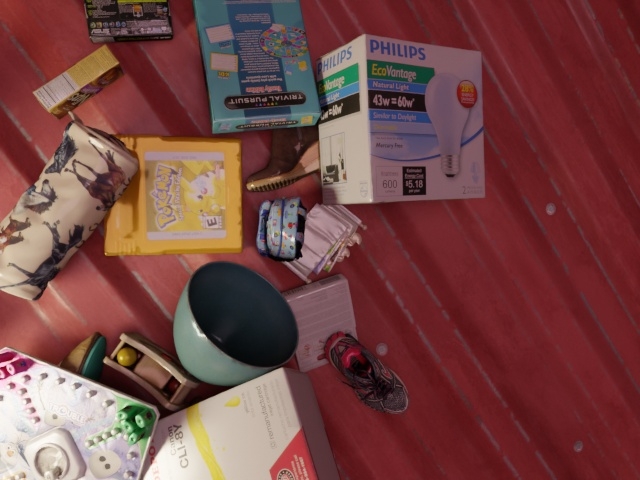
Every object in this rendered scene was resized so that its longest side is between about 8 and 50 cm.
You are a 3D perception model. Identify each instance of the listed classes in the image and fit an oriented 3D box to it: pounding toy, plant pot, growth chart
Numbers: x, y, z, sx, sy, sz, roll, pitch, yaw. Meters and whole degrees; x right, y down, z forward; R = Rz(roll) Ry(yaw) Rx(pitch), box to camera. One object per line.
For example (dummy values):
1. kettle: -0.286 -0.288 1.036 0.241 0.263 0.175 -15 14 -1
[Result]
1. pounding toy: -0.384 0.344 1.226 0.269 0.154 0.155 37 83 -13
2. plant pot: -0.223 0.221 1.227 0.290 0.290 0.195 35 119 -14
3. growth chart: 0.000 0.000 1.386 0.237 0.021 0.172 -46 103 -9

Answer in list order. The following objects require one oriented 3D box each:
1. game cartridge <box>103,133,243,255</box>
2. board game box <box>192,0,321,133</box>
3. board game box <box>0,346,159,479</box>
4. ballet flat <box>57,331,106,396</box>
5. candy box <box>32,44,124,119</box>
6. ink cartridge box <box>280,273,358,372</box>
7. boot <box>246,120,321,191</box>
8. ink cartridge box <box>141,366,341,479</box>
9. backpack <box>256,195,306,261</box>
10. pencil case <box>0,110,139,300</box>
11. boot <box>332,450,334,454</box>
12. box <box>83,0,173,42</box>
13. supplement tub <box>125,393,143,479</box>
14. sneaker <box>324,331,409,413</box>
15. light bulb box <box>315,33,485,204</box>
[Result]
1. game cartridge: -0.350 -0.108 1.270 0.323 0.052 0.286 -2 93 -16
2. board game box: -0.155 -0.436 1.261 0.253 0.079 0.337 -8 82 -14
3. board game box: -0.579 0.476 1.131 0.389 0.050 0.390 19 95 8
4. ballet flat: -0.583 0.372 1.210 0.124 0.116 0.343 9 94 4
5. candy box: -0.534 -0.350 1.179 0.186 0.109 0.053 -38 101 -10
6. ink cartridge box: 0.000 0.217 1.391 0.180 0.056 0.225 -18 115 -14
7. boot: -0.099 -0.248 1.332 0.248 0.090 0.207 -22 86 -12
8. ink cartridge box: -0.180 0.481 1.146 0.384 0.160 0.279 -25 66 10
9. backpack: -0.091 -0.031 1.267 0.116 0.173 0.159 6 84 -4
10. pencil case: -0.572 -0.064 1.133 0.183 0.160 0.410 38 90 20
11. boot: 0.016 0.662 1.391 0.123 0.095 0.259 17 96 -21
12. box: -0.450 -0.561 1.228 0.190 0.045 0.184 -9 92 -14
13. supplement tub: -0.451 0.460 1.220 0.116 0.117 0.191 -21 106 -14
14. sneaker: 0.130 0.368 1.383 0.299 0.112 0.121 43 82 -22
15. light bulb box: 0.196 -0.273 1.288 0.357 0.225 0.362 -5 94 -30
